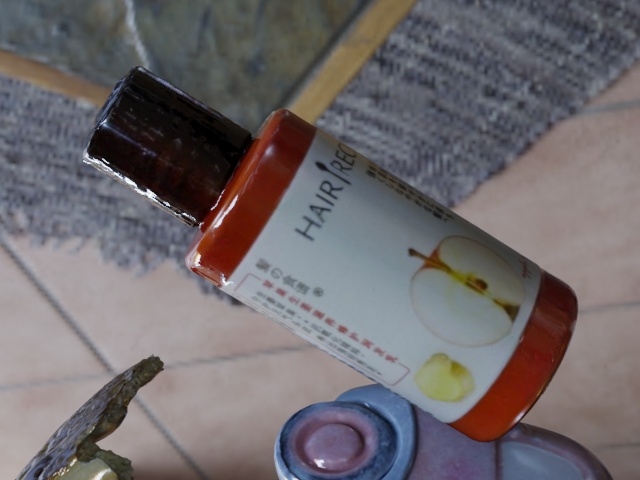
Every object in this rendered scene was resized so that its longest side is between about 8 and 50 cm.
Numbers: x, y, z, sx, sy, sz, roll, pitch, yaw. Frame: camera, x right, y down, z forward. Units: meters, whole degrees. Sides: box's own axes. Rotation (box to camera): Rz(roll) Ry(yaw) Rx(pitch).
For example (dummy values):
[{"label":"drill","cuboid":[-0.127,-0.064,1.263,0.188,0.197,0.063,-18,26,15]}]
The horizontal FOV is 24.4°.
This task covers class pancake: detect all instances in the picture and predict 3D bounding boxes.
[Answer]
[{"label":"pancake","cuboid":[-0.207,0.192,1.186,0.056,0.257,0.212,45,103,-5]}]

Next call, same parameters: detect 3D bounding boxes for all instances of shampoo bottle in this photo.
[{"label":"shampoo bottle","cuboid":[0.000,0.000,0.813,0.278,0.104,0.104,31,140,-8]}]

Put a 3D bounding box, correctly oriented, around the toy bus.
[{"label":"toy bus","cuboid":[0.090,0.227,0.849,0.231,0.294,0.197,-1,132,7]}]
